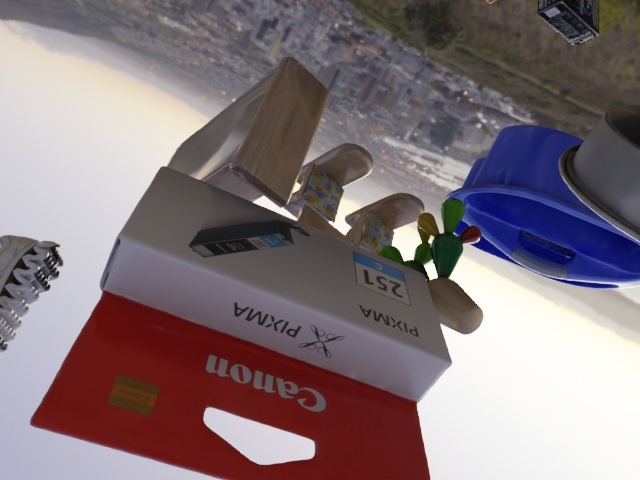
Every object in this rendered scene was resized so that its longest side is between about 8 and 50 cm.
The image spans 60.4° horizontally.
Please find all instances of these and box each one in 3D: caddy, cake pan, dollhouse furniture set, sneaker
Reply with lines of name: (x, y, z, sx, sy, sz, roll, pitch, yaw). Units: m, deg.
caddy: (0.369, -0.030, 0.883, 0.342, 0.179, 0.241, 23, 162, 2)
cake pan: (0.352, -0.041, 0.450, 0.294, 0.054, 0.293, 8, -148, -5)
dollhouse furniture set: (0.000, 0.000, 0.734, 0.394, 0.361, 0.257, 38, 142, -27)
sneaker: (-0.569, 0.109, 0.942, 0.119, 0.292, 0.110, 21, 142, 2)

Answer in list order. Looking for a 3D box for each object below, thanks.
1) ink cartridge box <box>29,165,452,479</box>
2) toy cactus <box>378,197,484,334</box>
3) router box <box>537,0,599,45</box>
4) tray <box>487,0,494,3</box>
ink cartridge box: (-0.031, 0.072, 0.456, 0.297, 0.066, 0.261, 22, -151, -13)
toy cactus: (0.120, 0.059, 0.638, 0.112, 0.219, 0.180, 44, 179, -31)
router box: (0.340, -0.344, 0.753, 0.092, 0.122, 0.038, 20, 161, -32)
tray: (0.282, -0.625, 0.889, 0.411, 0.203, 0.076, 49, -155, -33)
